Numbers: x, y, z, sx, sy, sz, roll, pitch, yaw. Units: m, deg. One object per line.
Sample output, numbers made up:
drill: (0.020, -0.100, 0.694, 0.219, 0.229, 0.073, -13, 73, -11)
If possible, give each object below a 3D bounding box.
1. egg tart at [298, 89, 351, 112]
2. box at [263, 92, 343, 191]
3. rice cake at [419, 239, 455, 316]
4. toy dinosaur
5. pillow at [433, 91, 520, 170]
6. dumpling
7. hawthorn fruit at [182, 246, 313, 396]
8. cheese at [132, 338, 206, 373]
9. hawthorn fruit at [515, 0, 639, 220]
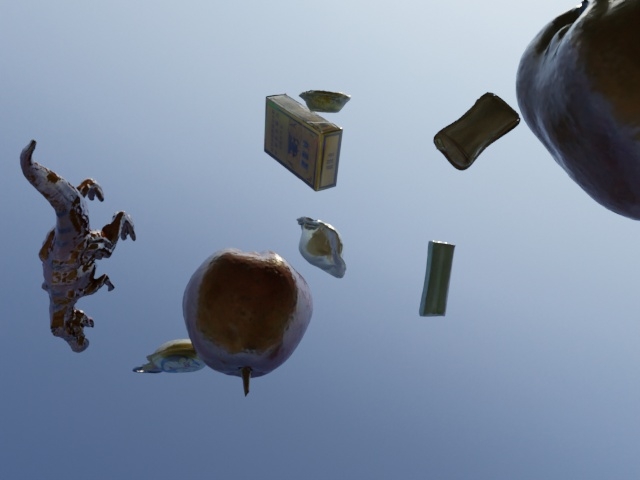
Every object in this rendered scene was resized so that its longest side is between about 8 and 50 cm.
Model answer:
egg tart: (0.009, -0.274, 1.092, 0.105, 0.105, 0.039, 3, -83, -13)
box: (-0.060, -0.303, 1.680, 0.084, 0.192, 0.301, -20, -137, -31)
rice cake: (0.330, 0.109, 1.548, 0.080, 0.042, 0.221, 3, -80, -16)
toy dinosaur: (-0.361, -0.017, 0.820, 0.097, 0.431, 0.208, 14, -139, 3)
pillow: (0.418, -0.296, 1.481, 0.233, 0.038, 0.130, -41, -102, -4)
dumpling: (0.000, 0.000, 1.517, 0.124, 0.151, 0.229, -30, -132, -23)
hawthorn fruit: (-0.158, 0.170, 1.142, 0.277, 0.277, 0.297, 5, -112, -12)
cheese: (-0.376, 0.307, 1.421, 0.177, 0.271, 0.069, 19, -124, -46)
hawthorn fruit: (0.385, -0.151, 0.622, 0.268, 0.268, 0.300, -41, -80, -30)
